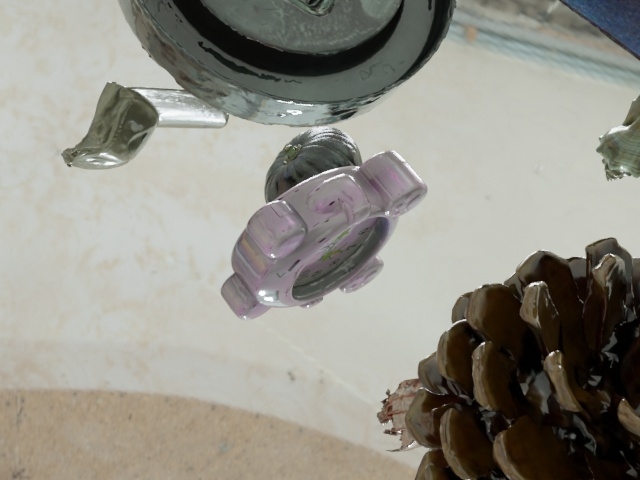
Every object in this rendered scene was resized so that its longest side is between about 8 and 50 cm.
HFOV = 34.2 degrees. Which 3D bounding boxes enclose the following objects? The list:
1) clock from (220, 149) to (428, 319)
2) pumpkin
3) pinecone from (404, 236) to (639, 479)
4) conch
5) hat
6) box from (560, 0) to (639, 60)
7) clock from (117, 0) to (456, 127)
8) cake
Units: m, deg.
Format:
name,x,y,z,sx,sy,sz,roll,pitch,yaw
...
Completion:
name,x,y,z,sx,sy,sz,roll,pitch,yaw
clock,0.000,0.000,1.721,0.322,0.295,0.113,-22,-117,-36
pumpkin,-0.016,-0.116,1.849,0.140,0.202,0.202,41,-139,-25
pinecone,0.282,0.163,0.947,0.385,0.384,0.384,11,-133,-12
conch,0.551,-0.180,1.762,0.114,0.234,0.137,28,-147,-10
hat,-0.279,-0.166,1.668,0.245,0.214,0.149,14,-101,-13
box,0.367,-0.354,1.149,0.261,0.279,0.116,39,-115,8
clock,-0.022,-0.170,0.635,0.215,0.042,0.214,7,-112,-17
cake,0.167,0.216,1.403,0.135,0.287,0.098,11,-118,-43
